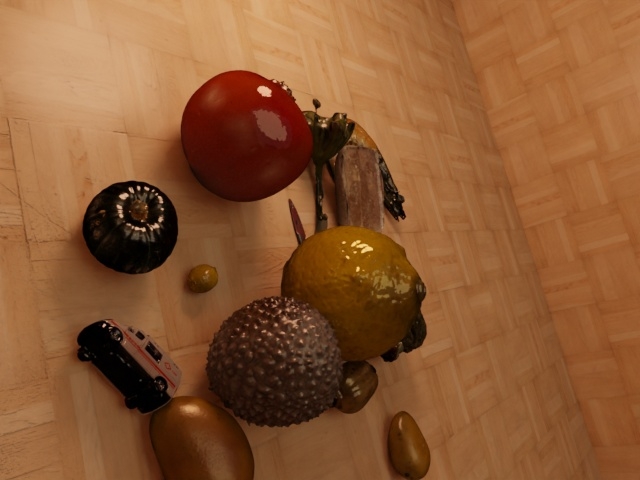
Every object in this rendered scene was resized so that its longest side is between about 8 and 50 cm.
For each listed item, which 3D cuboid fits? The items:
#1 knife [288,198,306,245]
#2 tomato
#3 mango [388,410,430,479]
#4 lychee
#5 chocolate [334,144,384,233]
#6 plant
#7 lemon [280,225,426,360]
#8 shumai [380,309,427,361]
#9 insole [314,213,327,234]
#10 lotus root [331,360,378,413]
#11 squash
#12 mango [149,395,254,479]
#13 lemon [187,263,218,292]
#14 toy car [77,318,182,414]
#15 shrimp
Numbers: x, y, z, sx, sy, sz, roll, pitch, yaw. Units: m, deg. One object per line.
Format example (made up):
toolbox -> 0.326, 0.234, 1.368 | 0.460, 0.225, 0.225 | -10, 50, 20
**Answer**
knife -> -0.053, -0.008, 1.556 | 0.035, 0.018, 0.247 | -5, 76, -49
tomato -> -0.186, -0.245, 1.297 | 0.321, 0.321, 0.321 | 25, 55, -42
mango -> 0.259, 0.609, 1.585 | 0.137, 0.098, 0.195 | 16, 53, -43
lychee -> -0.095, 0.261, 1.152 | 0.300, 0.300, 0.300 | 25, 55, -42
chocolate -> 0.116, -0.155, 1.735 | 0.185, 0.100, 0.303 | -1, 86, -38
plant -> -0.027, -0.258, 1.655 | 0.180, 0.333, 0.251 | 17, 11, -12
lemon -> 0.082, 0.137, 1.369 | 0.350, 0.387, 0.349 | 2, 90, -65
shumai -> 0.209, 0.264, 1.653 | 0.218, 0.189, 0.256 | -45, 126, -31
insole -> 0.000, 0.000, 1.623 | 0.063, 0.010, 0.192 | 31, 50, -40
lotus root -> 0.078, 0.399, 1.444 | 0.125, 0.118, 0.221 | 43, 35, 20
squash -> -0.374, -0.028, 1.067 | 0.193, 0.156, 0.193 | 38, 23, -20
mango -> -0.224, 0.419, 1.045 | 0.175, 0.139, 0.254 | -15, 79, -51
lemon -> -0.266, 0.085, 1.215 | 0.065, 0.065, 0.092 | 62, 32, -8
toy car -> -0.358, 0.224, 1.012 | 0.209, 0.089, 0.108 | 53, 20, -16
shrimp -> 0.163, -0.230, 1.878 | 0.445, 0.085, 0.272 | 52, 46, -16
